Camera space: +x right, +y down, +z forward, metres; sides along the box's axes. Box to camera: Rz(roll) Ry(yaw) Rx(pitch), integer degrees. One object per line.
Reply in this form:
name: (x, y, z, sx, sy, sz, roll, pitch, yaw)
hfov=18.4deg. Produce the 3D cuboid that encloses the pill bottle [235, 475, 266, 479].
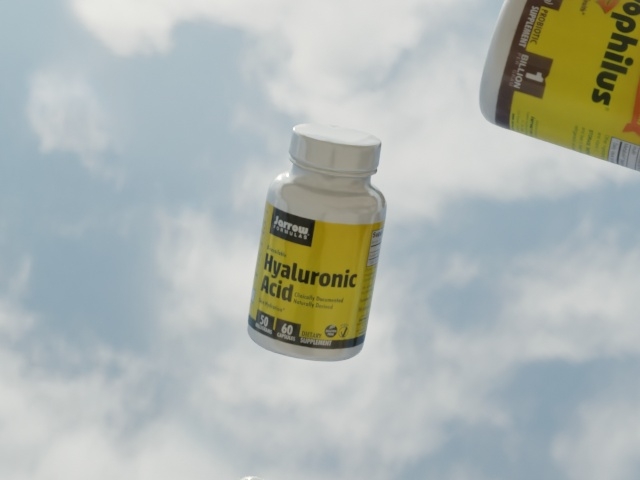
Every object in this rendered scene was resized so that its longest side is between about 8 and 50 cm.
pill bottle: (-0.051, 0.129, 0.621, 0.067, 0.067, 0.120, 43, -123, 13)

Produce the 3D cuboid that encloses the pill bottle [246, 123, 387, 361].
pill bottle: (0.000, 0.000, 1.040, 0.065, 0.116, 0.065, 8, -165, -2)

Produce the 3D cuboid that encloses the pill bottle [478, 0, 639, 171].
pill bottle: (0.222, -0.104, 1.310, 0.215, 0.117, 0.117, 18, -123, 11)
